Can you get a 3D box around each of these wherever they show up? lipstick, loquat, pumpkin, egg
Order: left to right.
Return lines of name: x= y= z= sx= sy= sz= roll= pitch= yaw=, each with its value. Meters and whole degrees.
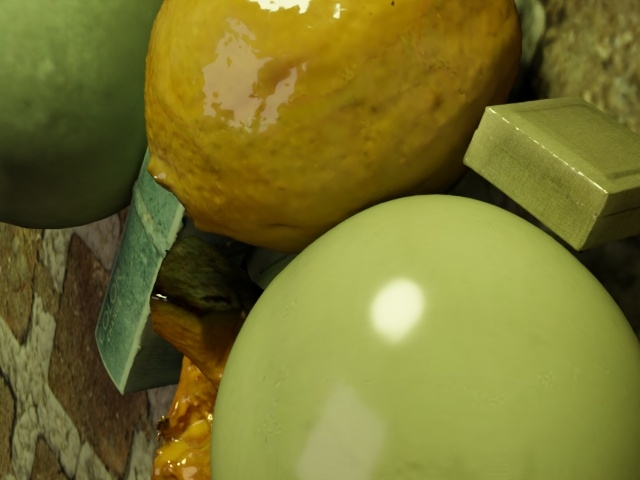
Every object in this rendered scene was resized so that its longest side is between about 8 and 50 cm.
egg: x=-0.201 y=-0.182 z=0.816 sx=0.258 sy=0.258 sz=0.352 roll=21 pitch=118 yaw=50
lipstick: x=-0.099 y=-0.002 z=0.811 sx=0.077 sy=0.076 sz=0.289 roll=57 pitch=139 yaw=32
pumpkin: x=-0.039 y=0.104 z=0.744 sx=0.130 sy=0.149 sz=0.254 roll=12 pitch=128 yaw=8
loquat: x=0.007 y=-0.097 z=0.606 sx=0.234 sy=0.176 sz=0.187 roll=-33 pitch=70 yaw=5
egg: x=0.056 y=0.111 z=0.544 sx=0.219 sy=0.219 sz=0.269 roll=23 pitch=110 yaw=50

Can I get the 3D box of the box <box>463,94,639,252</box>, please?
box: x=0.126 y=-0.036 z=0.544 sx=0.079 sy=0.083 sz=0.035 roll=43 pitch=127 yaw=33

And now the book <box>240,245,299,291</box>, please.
book: x=0.000 y=0.000 z=0.763 sx=0.202 sy=0.027 sz=0.264 roll=-31 pitch=69 yaw=50
